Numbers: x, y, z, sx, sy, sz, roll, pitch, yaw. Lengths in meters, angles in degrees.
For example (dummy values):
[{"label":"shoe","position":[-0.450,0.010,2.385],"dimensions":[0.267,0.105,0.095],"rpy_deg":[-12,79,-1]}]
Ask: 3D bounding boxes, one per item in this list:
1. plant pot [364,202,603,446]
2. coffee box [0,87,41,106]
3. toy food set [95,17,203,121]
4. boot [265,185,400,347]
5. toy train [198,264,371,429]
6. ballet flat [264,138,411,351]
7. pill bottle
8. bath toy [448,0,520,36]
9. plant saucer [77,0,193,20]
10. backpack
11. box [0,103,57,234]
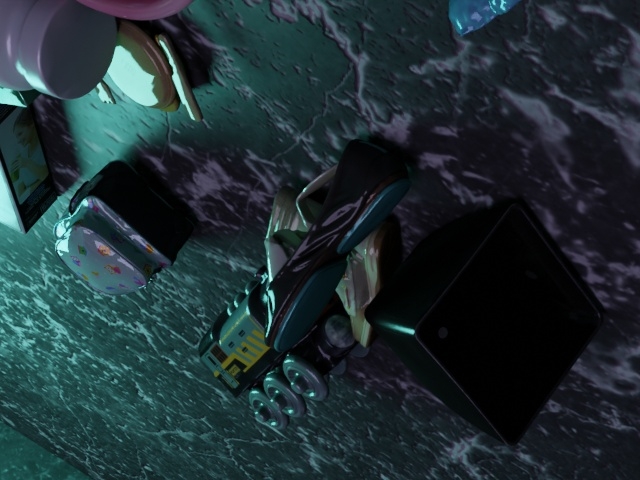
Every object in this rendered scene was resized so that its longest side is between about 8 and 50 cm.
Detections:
[{"label":"plant pot","position":[0.162,0.087,1.176],"dimensions":[0.187,0.188,0.167],"rpy_deg":[49,158,-22]},{"label":"coffee box","position":[-0.407,-0.226,1.356],"dimensions":[0.184,0.113,0.040],"rpy_deg":[13,140,35]},{"label":"toy food set","position":[-0.213,-0.211,1.267],"dimensions":[0.192,0.038,0.132],"rpy_deg":[15,137,39]},{"label":"boot","position":[0.014,0.033,1.335],"dimensions":[0.165,0.077,0.213],"rpy_deg":[22,141,20]},{"label":"toy train","position":[-0.060,0.151,1.524],"dimensions":[0.190,0.142,0.334],"rpy_deg":[45,150,2]},{"label":"ballet flat","position":[0.000,0.000,1.213],"dimensions":[0.096,0.095,0.280],"rpy_deg":[45,116,21]},{"label":"pill bottle","position":[-0.376,-0.261,1.225],"dimensions":[0.264,0.153,0.153],"rpy_deg":[23,148,23]},{"label":"bath toy","position":[0.026,-0.304,0.807],"dimensions":[0.348,0.129,0.151],"rpy_deg":[37,116,-4]},{"label":"plant saucer","position":[-0.223,-0.367,1.006],"dimensions":[0.332,0.084,0.332],"rpy_deg":[25,149,16]},{"label":"backpack","position":[-0.295,-0.006,1.525],"dimensions":[0.166,0.144,0.188],"rpy_deg":[40,153,-18]},{"label":"box","position":[-0.506,-0.153,1.577],"dimensions":[0.169,0.087,0.290],"rpy_deg":[27,148,14]}]
